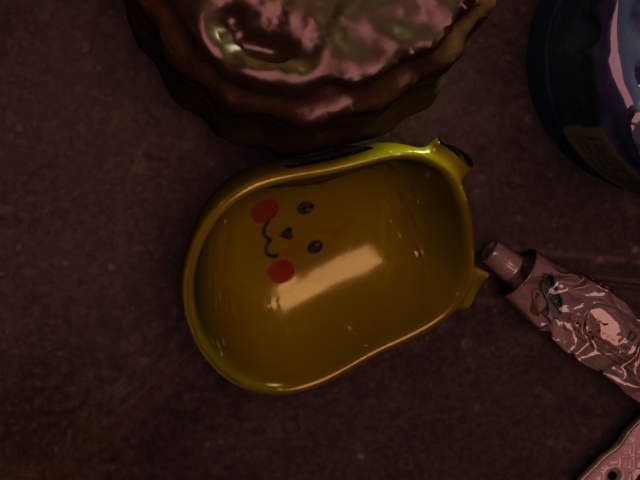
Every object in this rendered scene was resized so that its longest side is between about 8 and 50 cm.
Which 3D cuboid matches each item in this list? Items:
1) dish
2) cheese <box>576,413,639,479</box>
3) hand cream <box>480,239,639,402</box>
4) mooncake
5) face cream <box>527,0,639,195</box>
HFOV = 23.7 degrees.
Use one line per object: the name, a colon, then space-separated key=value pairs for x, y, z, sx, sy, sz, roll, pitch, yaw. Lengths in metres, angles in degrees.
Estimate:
dish: x=0.000 y=0.000 z=1.294 sx=0.262 sy=0.108 sz=0.221 roll=-20 pitch=127 yaw=-8
cheese: x=0.335 y=0.149 z=1.413 sx=0.255 sy=0.050 sz=0.127 roll=-43 pitch=101 yaw=-5
hand cream: x=0.252 y=0.081 z=1.377 sx=0.257 sy=0.050 sz=0.084 roll=32 pitch=95 yaw=-2
mooncake: x=-0.011 y=-0.239 z=1.228 sx=0.323 sy=0.187 sz=0.324 roll=1 pitch=84 yaw=-5
face cream: x=0.320 y=-0.154 z=1.290 sx=0.249 sy=0.225 sz=0.249 roll=-1 pitch=97 yaw=-7
